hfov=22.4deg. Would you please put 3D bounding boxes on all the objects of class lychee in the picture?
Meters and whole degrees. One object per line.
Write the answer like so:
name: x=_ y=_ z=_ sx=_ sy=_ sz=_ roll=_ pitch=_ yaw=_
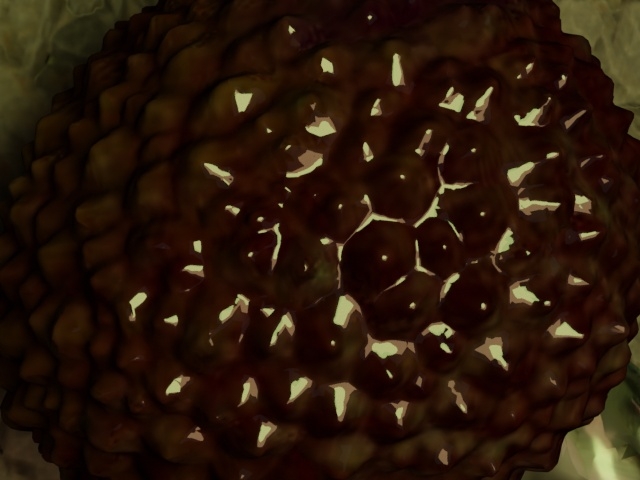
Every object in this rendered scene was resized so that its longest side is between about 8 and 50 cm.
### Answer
lychee: x=0.000 y=0.000 z=0.769 sx=0.330 sy=0.306 sz=0.306 roll=-30 pitch=106 yaw=-31

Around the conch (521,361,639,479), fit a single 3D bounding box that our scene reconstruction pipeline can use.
conch: x=0.148 y=0.213 z=0.939 sx=0.220 sy=0.195 sz=0.277 roll=30 pitch=96 yaw=-18
